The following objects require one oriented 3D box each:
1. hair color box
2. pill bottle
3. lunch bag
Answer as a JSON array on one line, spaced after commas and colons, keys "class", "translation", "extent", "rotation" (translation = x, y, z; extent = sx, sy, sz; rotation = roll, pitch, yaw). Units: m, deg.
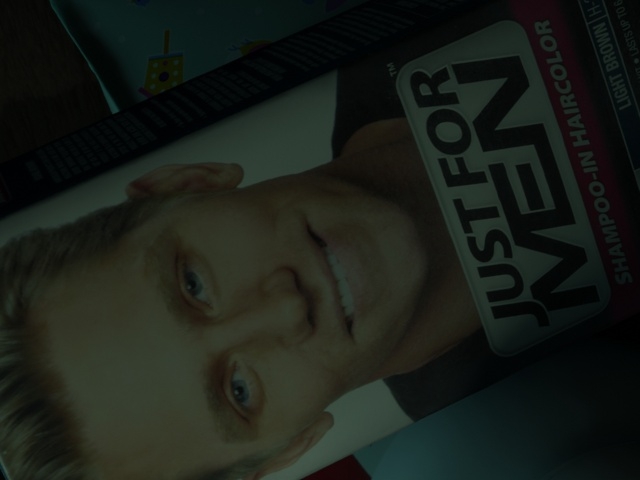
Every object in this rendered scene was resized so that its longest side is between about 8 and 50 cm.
[{"class": "hair color box", "translation": [0.000, 0.000, 0.725], "extent": [0.174, 0.347, 0.105], "rotation": [68, 170, -19]}, {"class": "pill bottle", "translation": [0.104, 0.142, 0.887], "extent": [0.229, 0.229, 0.407], "rotation": [68, 170, -18]}, {"class": "lunch bag", "translation": [-0.006, -0.084, 0.935], "extent": [0.262, 0.223, 0.160], "rotation": [58, 175, 33]}]
